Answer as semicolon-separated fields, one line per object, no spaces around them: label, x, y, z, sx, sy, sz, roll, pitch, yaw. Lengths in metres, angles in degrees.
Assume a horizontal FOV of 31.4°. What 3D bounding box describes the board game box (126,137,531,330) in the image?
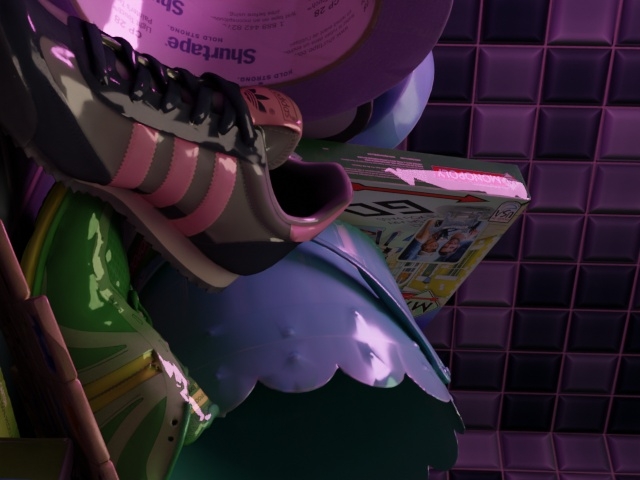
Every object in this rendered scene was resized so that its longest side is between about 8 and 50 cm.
board game box;0.000;0.000;1.010;0.213;0.317;0.046;-57;-142;43

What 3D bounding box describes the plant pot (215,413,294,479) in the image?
plant pot;-0.065;0.244;1.168;0.203;0.291;0.291;-56;152;-53

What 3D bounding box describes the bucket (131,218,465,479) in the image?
bucket;-0.037;0.119;0.951;0.281;0.281;0.183;89;-12;-51

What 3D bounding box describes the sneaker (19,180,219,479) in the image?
sneaker;-0.132;0.095;0.771;0.109;0.124;0.295;-78;163;-83

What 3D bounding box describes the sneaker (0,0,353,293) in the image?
sneaker;-0.089;-0.078;0.702;0.319;0.131;0.112;42;26;-57

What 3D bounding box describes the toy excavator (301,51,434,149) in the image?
toy excavator;-0.052;-0.054;1.152;0.445;0.433;0.222;50;32;-42

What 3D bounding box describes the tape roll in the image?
tape roll;-0.056;-0.185;0.695;0.275;0.275;0.090;88;4;-60

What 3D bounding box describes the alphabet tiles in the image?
alphabet tiles;-0.132;0.104;0.590;0.198;0.009;0.237;-10;-79;68

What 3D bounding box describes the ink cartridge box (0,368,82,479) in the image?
ink cartridge box;-0.158;0.156;0.584;0.255;0.097;0.188;-86;176;-48
